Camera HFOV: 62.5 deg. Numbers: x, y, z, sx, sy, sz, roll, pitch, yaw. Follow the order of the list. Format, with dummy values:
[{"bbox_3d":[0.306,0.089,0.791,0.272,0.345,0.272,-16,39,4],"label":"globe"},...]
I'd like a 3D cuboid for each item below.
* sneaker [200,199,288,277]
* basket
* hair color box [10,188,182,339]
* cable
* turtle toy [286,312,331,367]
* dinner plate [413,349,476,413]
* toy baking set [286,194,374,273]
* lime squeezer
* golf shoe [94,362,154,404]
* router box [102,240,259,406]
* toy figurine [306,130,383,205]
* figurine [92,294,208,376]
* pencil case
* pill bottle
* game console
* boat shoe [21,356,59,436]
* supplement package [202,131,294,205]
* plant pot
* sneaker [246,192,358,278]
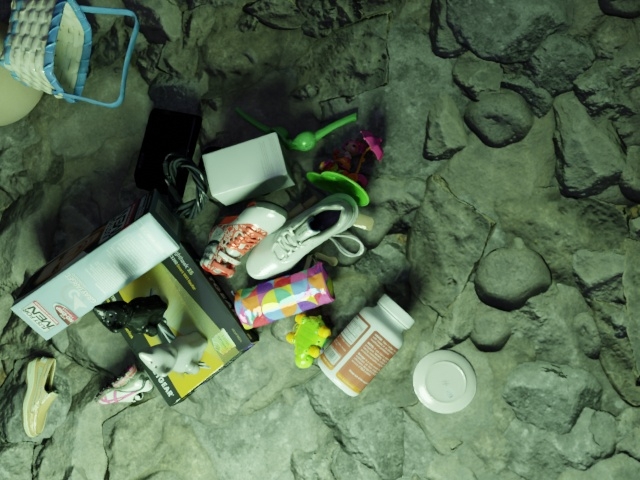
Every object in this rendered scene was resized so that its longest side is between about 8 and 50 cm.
[{"bbox_3d":[-0.175,0.007,1.180,0.270,0.090,0.145,-14,53,49],"label":"sneaker"},{"bbox_3d":[-0.618,-0.479,1.324,0.288,0.201,0.255,10,81,2],"label":"basket"},{"bbox_3d":[-0.511,0.049,1.238,0.374,0.185,0.114,-35,115,3],"label":"hair color box"},{"bbox_3d":[-0.317,-0.122,1.223,0.184,0.047,0.151,27,115,42],"label":"cable"},{"bbox_3d":[-0.025,0.233,1.218,0.095,0.066,0.130,25,90,33],"label":"turtle toy"},{"bbox_3d":[0.280,0.319,1.191,0.141,0.017,0.141,-1,84,8],"label":"dinner plate"},{"bbox_3d":[-0.006,-0.004,1.266,0.256,0.030,0.197,-44,85,7],"label":"toy baking set"},{"bbox_3d":[-0.071,-0.275,1.294,0.310,0.059,0.110,5,84,9],"label":"lime squeezer"},{"bbox_3d":[-0.465,0.358,1.241,0.186,0.067,0.086,-33,108,36],"label":"golf shoe"},{"bbox_3d":[-0.335,0.193,1.259,0.243,0.081,0.309,-39,80,2],"label":"router box"},{"bbox_3d":[0.075,-0.188,1.252,0.173,0.130,0.159,20,71,34],"label":"toy figurine"},{"bbox_3d":[-0.354,0.204,1.112,0.214,0.209,0.092,39,90,10],"label":"figurine"},{"bbox_3d":[-0.086,0.126,1.218,0.236,0.104,0.105,-17,81,9],"label":"pencil case"},{"bbox_3d":[0.105,0.228,1.173,0.121,0.121,0.216,43,90,11],"label":"pill bottle"},{"bbox_3d":[-0.281,-0.203,1.321,0.360,0.044,0.213,11,85,9],"label":"game console"},{"bbox_3d":[-0.682,0.383,1.295,0.072,0.068,0.190,-2,82,-4],"label":"boat shoe"},{"bbox_3d":[-0.164,-0.163,1.225,0.179,0.105,0.105,-16,80,4],"label":"supplement package"},{"bbox_3d":[-0.894,-0.462,1.366,0.283,0.191,0.285,-1,83,7],"label":"plant pot"},{"bbox_3d":[-0.053,-0.012,1.192,0.297,0.129,0.111,-37,88,9],"label":"sneaker"}]
